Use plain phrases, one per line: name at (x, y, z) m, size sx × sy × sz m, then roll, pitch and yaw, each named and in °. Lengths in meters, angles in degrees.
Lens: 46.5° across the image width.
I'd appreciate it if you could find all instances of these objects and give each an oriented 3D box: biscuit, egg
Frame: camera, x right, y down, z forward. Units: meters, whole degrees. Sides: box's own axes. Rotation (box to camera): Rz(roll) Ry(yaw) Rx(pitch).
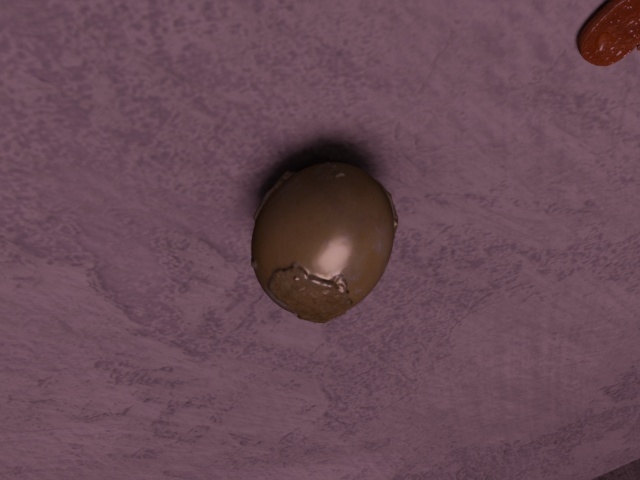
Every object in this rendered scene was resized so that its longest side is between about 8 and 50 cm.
biscuit at (0.304, -0.214, 0.749) m, size 0.078 × 0.015 × 0.091 m, roll 14°, pitch 137°, yaw -32°
egg at (0.003, 0.002, 0.839) m, size 0.164 × 0.164 × 0.201 m, roll 7°, pitch 137°, yaw -22°
